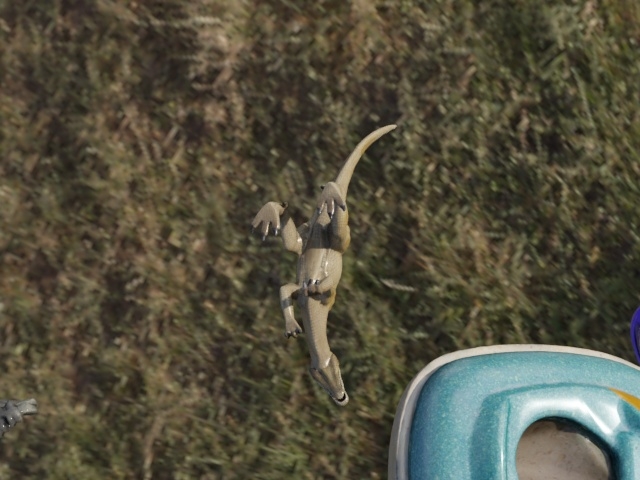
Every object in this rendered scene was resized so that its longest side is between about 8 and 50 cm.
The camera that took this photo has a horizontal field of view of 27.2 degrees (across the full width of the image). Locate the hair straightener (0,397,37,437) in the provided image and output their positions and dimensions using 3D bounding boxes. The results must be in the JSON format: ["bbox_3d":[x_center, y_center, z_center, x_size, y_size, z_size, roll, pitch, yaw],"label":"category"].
[{"bbox_3d":[-0.166,0.008,0.338,0.047,0.230,0.089,-33,53,28],"label":"hair straightener"}]

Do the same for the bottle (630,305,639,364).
[{"bbox_3d":[0.335,0.124,1.091,0.092,0.283,0.118,-27,102,6],"label":"bottle"}]

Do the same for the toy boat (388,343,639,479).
[{"bbox_3d":[0.179,0.221,0.863,0.148,0.267,0.318,140,132,-61],"label":"toy boat"}]

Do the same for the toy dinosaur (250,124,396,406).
[{"bbox_3d":[0.000,0.000,0.769,0.053,0.092,0.183,3,71,18],"label":"toy dinosaur"}]
